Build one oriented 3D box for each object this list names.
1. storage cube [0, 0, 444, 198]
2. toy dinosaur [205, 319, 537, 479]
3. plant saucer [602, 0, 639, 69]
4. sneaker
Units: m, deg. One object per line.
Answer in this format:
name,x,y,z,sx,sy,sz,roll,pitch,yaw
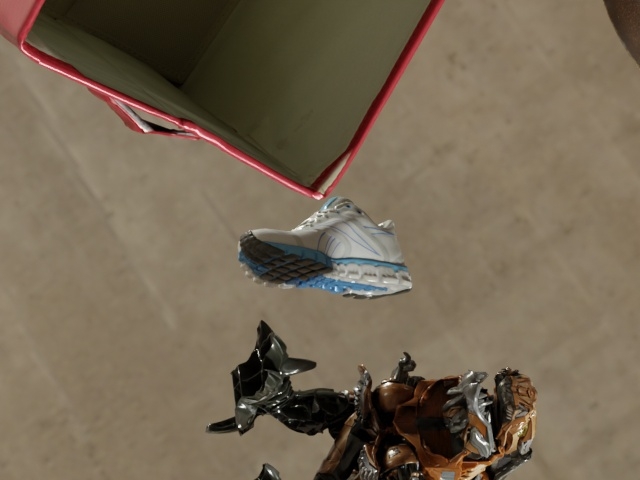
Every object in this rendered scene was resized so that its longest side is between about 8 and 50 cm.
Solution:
storage cube,-0.060,-0.162,0.852,0.184,0.215,0.193,25,-174,-34
toy dinosaur,0.034,0.184,1.350,0.218,0.322,0.164,14,-145,-25
plant saucer,0.407,-0.243,1.690,0.310,0.310,0.050,55,144,1
sneaker,0.000,0.000,1.515,0.191,0.071,0.083,12,-113,-46
